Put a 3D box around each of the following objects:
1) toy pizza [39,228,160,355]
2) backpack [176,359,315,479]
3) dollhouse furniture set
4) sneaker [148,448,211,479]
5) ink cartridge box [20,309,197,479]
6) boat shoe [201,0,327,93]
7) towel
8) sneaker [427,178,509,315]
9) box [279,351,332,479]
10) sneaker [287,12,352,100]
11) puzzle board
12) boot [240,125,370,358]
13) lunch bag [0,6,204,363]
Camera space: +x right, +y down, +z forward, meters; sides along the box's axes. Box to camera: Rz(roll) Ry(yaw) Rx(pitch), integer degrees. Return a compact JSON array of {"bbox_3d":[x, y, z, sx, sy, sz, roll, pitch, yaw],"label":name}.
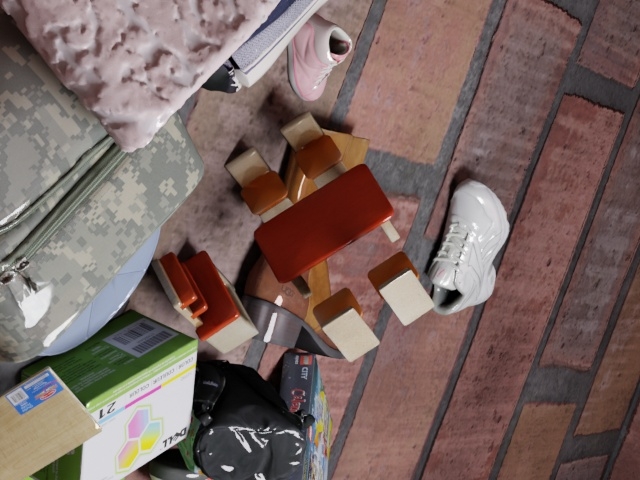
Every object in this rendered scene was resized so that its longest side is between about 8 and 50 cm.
[{"bbox_3d":[-0.240,0.031,1.741,0.201,0.032,0.201,-46,160,-23],"label":"toy pizza"},{"bbox_3d":[-0.109,0.212,1.986,0.152,0.182,0.115,12,106,-26],"label":"backpack"},{"bbox_3d":[-0.042,0.010,1.890,0.259,0.262,0.135,-33,147,3],"label":"dollhouse furniture set"},{"bbox_3d":[-0.142,0.341,2.105,0.270,0.090,0.145,17,92,-65],"label":"sneaker"},{"bbox_3d":[-0.235,0.231,1.855,0.189,0.097,0.255,-30,134,-49],"label":"ink cartridge box"},{"bbox_3d":[-0.036,-0.320,1.757,0.340,0.127,0.158,-57,158,-17],"label":"boat shoe"},{"bbox_3d":[-0.168,-0.290,1.419,0.332,0.053,0.317,51,55,-13],"label":"towel"},{"bbox_3d":[0.209,0.020,2.492,0.115,0.090,0.232,-36,138,-40],"label":"sneaker"},{"bbox_3d":[-0.025,0.284,2.205,0.159,0.044,0.233,77,15,-48],"label":"box"},{"bbox_3d":[0.002,-0.207,1.975,0.051,0.070,0.134,-51,149,-32],"label":"sneaker"},{"bbox_3d":[-0.298,0.189,1.699,0.128,0.011,0.096,-32,120,5],"label":"puzzle board"},{"bbox_3d":[0.000,0.000,2.145,0.264,0.096,0.280,19,86,-55],"label":"boot"},{"bbox_3d":[-0.279,-0.080,1.446,0.305,0.212,0.256,-49,130,-32],"label":"lunch bag"}]
